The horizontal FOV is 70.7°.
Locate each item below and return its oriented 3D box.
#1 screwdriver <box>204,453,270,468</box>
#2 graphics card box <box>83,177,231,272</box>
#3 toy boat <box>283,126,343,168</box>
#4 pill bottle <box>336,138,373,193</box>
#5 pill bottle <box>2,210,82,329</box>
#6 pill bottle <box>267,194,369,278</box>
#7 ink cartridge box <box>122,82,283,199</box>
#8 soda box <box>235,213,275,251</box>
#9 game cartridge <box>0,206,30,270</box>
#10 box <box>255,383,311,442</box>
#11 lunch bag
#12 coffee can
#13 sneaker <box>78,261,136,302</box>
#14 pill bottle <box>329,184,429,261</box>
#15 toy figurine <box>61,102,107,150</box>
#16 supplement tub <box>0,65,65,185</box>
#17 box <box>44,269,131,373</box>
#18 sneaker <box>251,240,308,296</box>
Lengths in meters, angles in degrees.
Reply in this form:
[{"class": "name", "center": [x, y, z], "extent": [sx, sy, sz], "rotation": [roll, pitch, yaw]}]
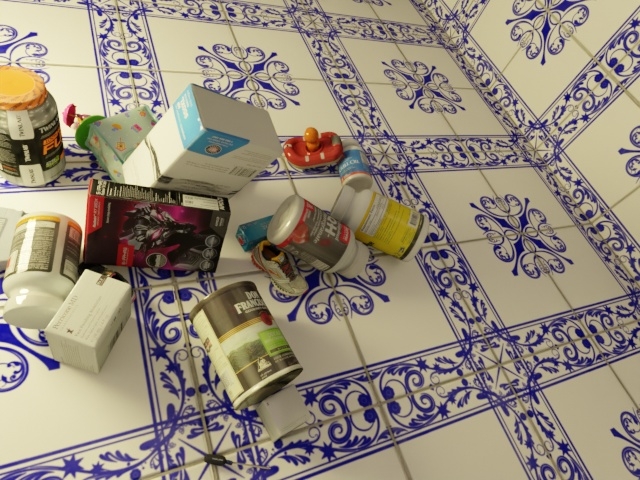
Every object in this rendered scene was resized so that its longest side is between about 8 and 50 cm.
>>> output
[{"class": "screwdriver", "center": [-0.204, 0.555, 1.116], "extent": [0.170, 0.024, 0.025], "rotation": [19, 21, -11]}, {"class": "graphics card box", "center": [-0.462, -0.031, 1.281], "extent": [0.371, 0.232, 0.094], "rotation": [6, 33, -25]}, {"class": "toy boat", "center": [-0.032, -0.377, 1.758], "extent": [0.231, 0.151, 0.150], "rotation": [-11, 55, 3]}, {"class": "pill bottle", "center": [0.130, -0.301, 1.816], "extent": [0.124, 0.124, 0.221], "rotation": [4, 53, -20]}, {"class": "pill bottle", "center": [-0.716, 0.075, 1.164], "extent": [0.162, 0.162, 0.278], "rotation": [3, 55, -21]}, {"class": "pill bottle", "center": [0.000, 0.000, 1.476], "extent": [0.319, 0.176, 0.176], "rotation": [31, 47, -24]}, {"class": "ink cartridge box", "center": [-0.356, -0.241, 1.339], "extent": [0.286, 0.395, 0.166], "rotation": [4, 59, -51]}, {"class": "soda box", "center": [-0.176, -0.035, 1.530], "extent": [0.210, 0.067, 0.071], "rotation": [-21, 66, -32]}, {"class": "game cartridge", "center": [-0.962, -0.013, 1.201], "extent": [0.297, 0.062, 0.198], "rotation": [9, 57, -16]}, {"class": "box", "center": [-0.098, 0.455, 1.189], "extent": [0.101, 0.087, 0.102], "rotation": [-20, 65, -32]}, {"class": "lunch bag", "center": [-0.595, -0.285, 1.487], "extent": [0.262, 0.160, 0.223], "rotation": [51, 49, 1]}, {"class": "coffee can", "center": [-0.200, 0.277, 1.206], "extent": [0.202, 0.201, 0.275], "rotation": [-20, 66, -33]}, {"class": "sneaker", "center": [-0.589, 0.103, 1.252], "extent": [0.178, 0.077, 0.072], "rotation": [29, 49, 0]}, {"class": "pill bottle", "center": [0.206, -0.070, 1.636], "extent": [0.334, 0.188, 0.187], "rotation": [25, 50, -3]}, {"class": "toy figurine", "center": [-0.792, -0.403, 1.532], "extent": [0.159, 0.130, 0.173], "rotation": [38, 28, 19]}, {"class": "supplement tub", "center": [-0.857, -0.323, 1.298], "extent": [0.194, 0.316, 0.193], "rotation": [11, 53, -15]}, {"class": "box", "center": [-0.567, 0.203, 1.119], "extent": [0.119, 0.182, 0.180], "rotation": [21, 51, -8]}, {"class": "sneaker", "center": [-0.129, 0.090, 1.441], "extent": [0.225, 0.092, 0.088], "rotation": [40, 51, 8]}]
